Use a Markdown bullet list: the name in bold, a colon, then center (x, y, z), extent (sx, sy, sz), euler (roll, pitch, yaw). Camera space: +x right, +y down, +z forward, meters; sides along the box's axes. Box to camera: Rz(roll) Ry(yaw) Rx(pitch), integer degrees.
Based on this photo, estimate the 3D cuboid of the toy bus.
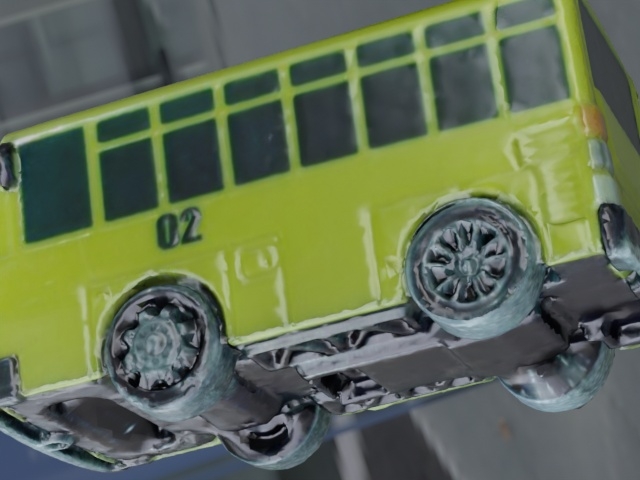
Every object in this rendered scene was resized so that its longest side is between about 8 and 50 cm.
- **toy bus**: center (0.000, 0.000, 0.783), extent (0.128, 0.262, 0.150), euler (41, -142, -61)
